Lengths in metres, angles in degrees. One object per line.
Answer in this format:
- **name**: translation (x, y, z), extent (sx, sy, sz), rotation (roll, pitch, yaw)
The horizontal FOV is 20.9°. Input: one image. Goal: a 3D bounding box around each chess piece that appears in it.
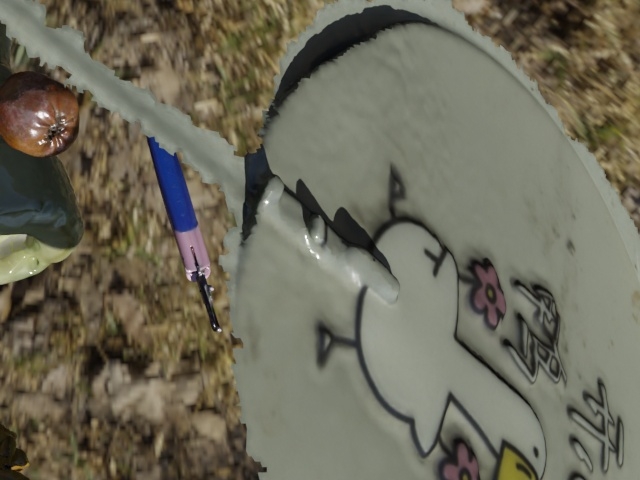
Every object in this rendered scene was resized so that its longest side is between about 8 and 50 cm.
- **chess piece**: translation (-0.369, -0.182, 1.725), extent (0.234, 0.234, 0.442), rotation (-16, 69, -2)

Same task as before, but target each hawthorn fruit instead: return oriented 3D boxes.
- **hawthorn fruit**: translation (-0.235, -0.110, 1.387), extent (0.067, 0.103, 0.066), rotation (-22, 133, -26)

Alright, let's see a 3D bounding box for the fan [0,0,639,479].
- **fan**: translation (0.001, 0.000, 0.445), extent (0.012, 0.233, 0.415), rotation (-19, 141, 34)

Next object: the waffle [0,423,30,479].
- **waffle**: translation (-0.372, 0.200, 1.362), extent (0.293, 0.260, 0.069), rotation (-24, 137, -30)

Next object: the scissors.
- **scissors**: translation (-0.066, -0.010, 0.830), extent (0.012, 0.039, 0.113), rotation (-17, 77, -6)
